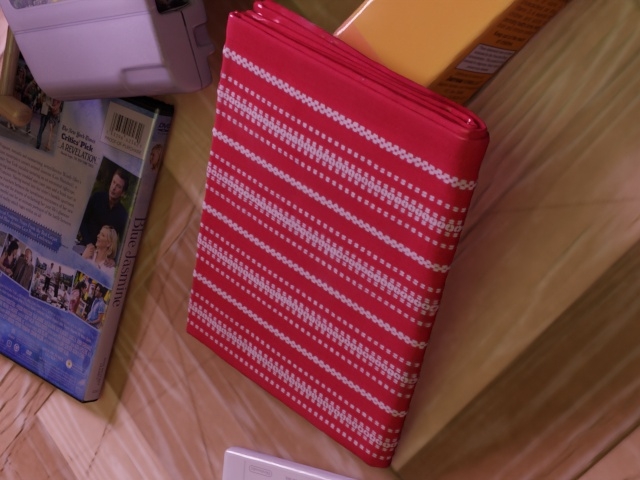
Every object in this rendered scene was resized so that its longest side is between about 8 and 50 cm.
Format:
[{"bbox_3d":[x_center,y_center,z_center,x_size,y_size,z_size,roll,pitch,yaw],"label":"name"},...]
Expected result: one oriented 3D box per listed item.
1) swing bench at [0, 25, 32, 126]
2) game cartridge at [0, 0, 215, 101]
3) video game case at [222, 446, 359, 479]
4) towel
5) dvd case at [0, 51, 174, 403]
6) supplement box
[{"bbox_3d":[-0.394,-0.200,0.932,0.254,0.253,0.165,8,89,37],"label":"swing bench"},{"bbox_3d":[-0.182,-0.242,0.825,0.196,0.060,0.294,5,116,50],"label":"game cartridge"},{"bbox_3d":[-0.010,0.235,0.838,0.157,0.019,0.143,9,96,33],"label":"video game case"},{"bbox_3d":[0.000,0.000,0.775,0.198,0.031,0.275,33,129,27],"label":"towel"},{"bbox_3d":[-0.221,-0.016,0.972,0.180,0.022,0.253,24,104,32],"label":"dvd case"},{"bbox_3d":[0.115,-0.171,0.717,0.233,0.080,0.078,-44,71,27],"label":"supplement box"}]
